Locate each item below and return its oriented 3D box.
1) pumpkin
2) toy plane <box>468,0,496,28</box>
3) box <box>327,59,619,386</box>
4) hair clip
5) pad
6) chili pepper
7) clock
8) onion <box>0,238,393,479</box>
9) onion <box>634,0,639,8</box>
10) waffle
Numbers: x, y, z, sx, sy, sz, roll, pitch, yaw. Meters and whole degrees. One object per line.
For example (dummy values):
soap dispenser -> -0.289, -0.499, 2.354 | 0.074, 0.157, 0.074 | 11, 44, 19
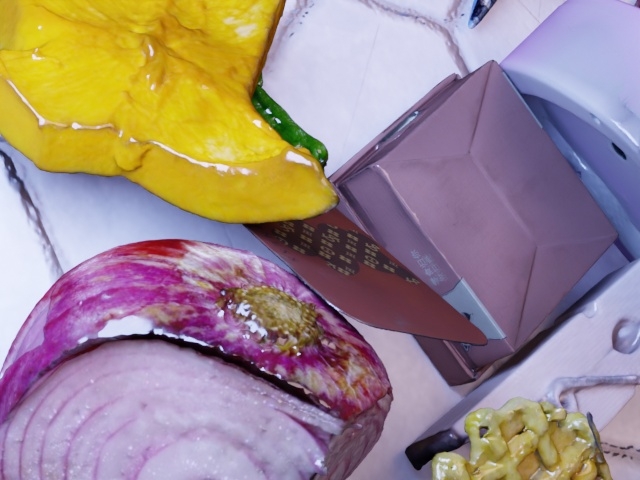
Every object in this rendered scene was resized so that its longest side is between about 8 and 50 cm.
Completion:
pumpkin -> -0.127, -0.126, 1.260 | 0.258, 0.095, 0.290 | 11, 40, -15
toy plane -> 0.201, -0.294, 1.645 | 0.169, 0.078, 0.246 | 43, 51, -16
box -> 0.134, -0.022, 1.473 | 0.215, 0.086, 0.215 | 54, 49, -7
hair clip -> 0.204, 0.129, 1.463 | 0.101, 0.085, 0.331 | 52, 50, 0
pad -> 0.000, 0.000, 1.283 | 0.181, 0.004, 0.267 | 12, 23, -48
chili pepper -> -0.051, -0.123, 1.397 | 0.073, 0.050, 0.182 | -13, 69, -18
clock -> 0.302, -0.064, 1.505 | 0.102, 0.338, 0.338 | -41, 99, -6
onion -> -0.088, 0.111, 1.170 | 0.256, 0.272, 0.230 | 52, 23, -15
onion -> 0.442, -0.185, 1.766 | 0.247, 0.111, 0.250 | 25, 59, -29
waffle -> 0.156, 0.262, 1.324 | 0.262, 0.060, 0.280 | 17, 91, -38
